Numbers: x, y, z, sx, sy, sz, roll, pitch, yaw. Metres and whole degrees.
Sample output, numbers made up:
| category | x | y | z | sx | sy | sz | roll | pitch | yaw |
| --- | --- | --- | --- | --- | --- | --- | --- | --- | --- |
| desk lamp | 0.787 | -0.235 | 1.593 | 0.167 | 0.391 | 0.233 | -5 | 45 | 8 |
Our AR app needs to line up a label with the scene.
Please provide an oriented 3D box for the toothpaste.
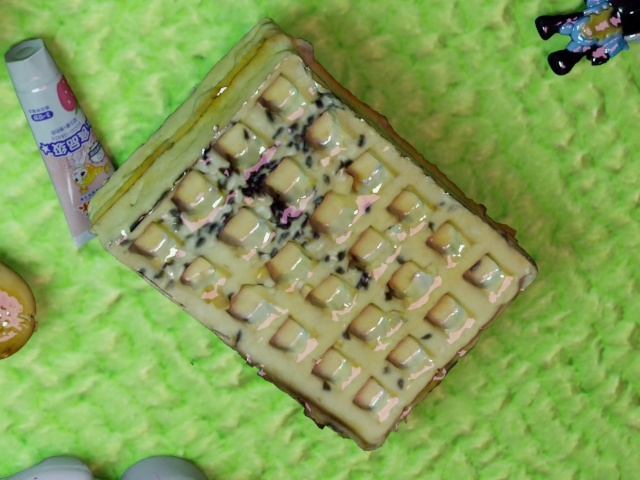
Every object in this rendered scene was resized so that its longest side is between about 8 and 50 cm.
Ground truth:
| category | x | y | z | sx | sy | sz | roll | pitch | yaw |
| --- | --- | --- | --- | --- | --- | --- | --- | --- | --- |
| toothpaste | -0.223 | -0.085 | 1.614 | 0.067 | 0.043 | 0.194 | -31 | 124 | -14 |

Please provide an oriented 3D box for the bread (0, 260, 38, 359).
| category | x | y | z | sx | sy | sz | roll | pitch | yaw |
| --- | --- | --- | --- | --- | --- | --- | --- | --- | --- |
| bread | -0.341 | 0.051 | 1.598 | 0.189 | 0.077 | 0.114 | 15 | 83 | -25 |

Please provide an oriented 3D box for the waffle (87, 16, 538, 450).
| category | x | y | z | sx | sy | sz | roll | pitch | yaw |
| --- | --- | --- | --- | --- | --- | --- | --- | --- | --- |
| waffle | 0.000 | 0.000 | 1.673 | 0.261 | 0.114 | 0.376 | -45 | 123 | 6 |

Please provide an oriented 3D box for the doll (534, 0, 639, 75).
| category | x | y | z | sx | sy | sz | roll | pitch | yaw |
| --- | --- | --- | --- | --- | --- | --- | --- | --- | --- |
| doll | 0.301 | -0.224 | 1.752 | 0.195 | 0.070 | 0.096 | -25 | 100 | -7 |

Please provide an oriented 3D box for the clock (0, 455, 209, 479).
| category | x | y | z | sx | sy | sz | roll | pitch | yaw |
| --- | --- | --- | --- | --- | --- | --- | --- | --- | --- |
| clock | -0.258 | 0.344 | 1.723 | 0.322 | 0.113 | 0.295 | 7 | 107 | -22 |
